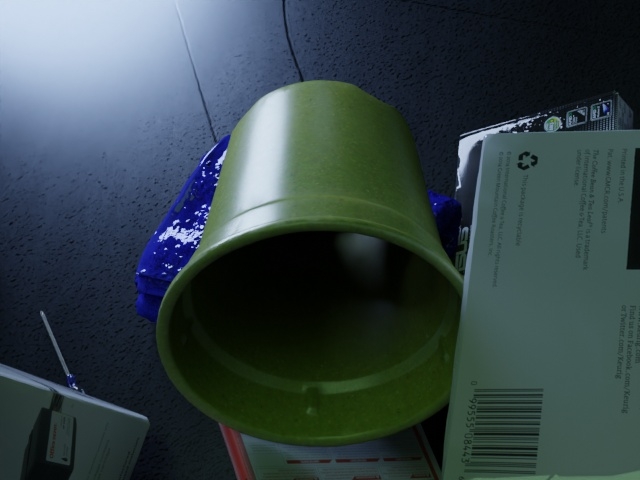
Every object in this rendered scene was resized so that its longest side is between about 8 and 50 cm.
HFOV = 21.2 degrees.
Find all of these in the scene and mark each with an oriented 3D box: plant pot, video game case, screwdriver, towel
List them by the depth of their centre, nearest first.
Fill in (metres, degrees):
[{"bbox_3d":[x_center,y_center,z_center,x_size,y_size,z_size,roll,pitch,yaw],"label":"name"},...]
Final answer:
[{"bbox_3d":[0.037,0.258,1.522,0.204,0.025,0.285,3,45,-29],"label":"video game case"},{"bbox_3d":[0.000,0.000,1.536,0.276,0.276,0.254,-12,42,12],"label":"plant pot"},{"bbox_3d":[-0.030,0.014,1.726,0.308,0.076,0.228,18,73,33],"label":"towel"},{"bbox_3d":[-0.266,0.133,1.798,0.025,0.024,0.170,-7,45,-20],"label":"screwdriver"}]

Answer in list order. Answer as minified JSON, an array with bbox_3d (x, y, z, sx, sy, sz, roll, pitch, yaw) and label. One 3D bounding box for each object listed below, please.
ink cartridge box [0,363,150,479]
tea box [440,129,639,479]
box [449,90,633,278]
[{"bbox_3d":[-0.341,0.171,1.611,0.223,0.307,0.129,17,83,27],"label":"ink cartridge box"},{"bbox_3d":[0.251,0.127,1.429,0.220,0.323,0.329,0,59,19],"label":"tea box"},{"bbox_3d":[0.216,-0.039,1.682,0.184,0.045,0.191,-12,56,32],"label":"box"}]
